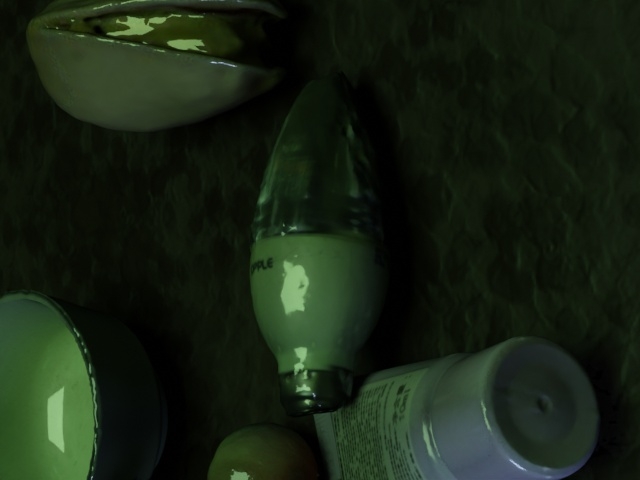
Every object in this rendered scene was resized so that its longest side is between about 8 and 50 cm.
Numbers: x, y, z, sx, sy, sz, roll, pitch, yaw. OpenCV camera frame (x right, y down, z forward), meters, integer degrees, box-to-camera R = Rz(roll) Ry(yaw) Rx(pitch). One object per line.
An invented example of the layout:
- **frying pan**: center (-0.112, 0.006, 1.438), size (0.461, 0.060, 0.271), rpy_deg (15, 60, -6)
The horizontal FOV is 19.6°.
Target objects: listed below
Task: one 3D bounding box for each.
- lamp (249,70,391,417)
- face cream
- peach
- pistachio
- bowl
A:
- **lamp**: center (0.000, 0.000, 1.283), size (0.101, 0.101, 0.250), rpy_deg (-17, 66, 45)
- **face cream**: center (0.069, 0.141, 1.223), size (0.274, 0.096, 0.154), rpy_deg (-31, 67, 55)
- **peach**: center (-0.040, 0.172, 1.333), size (0.083, 0.083, 0.083), rpy_deg (-4, 84, 47)
- **pistachio**: center (-0.124, -0.146, 1.400), size (0.223, 0.152, 0.126), rpy_deg (2, 85, 28)
- **bowl**: center (-0.198, 0.145, 1.480), size (0.211, 0.112, 0.211), rpy_deg (-6, 82, 47)
